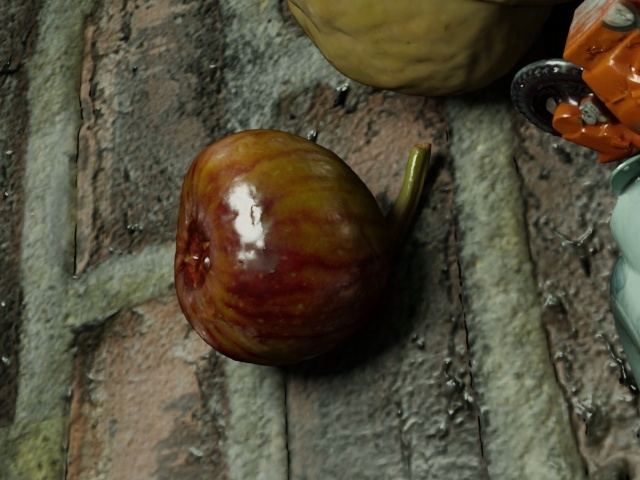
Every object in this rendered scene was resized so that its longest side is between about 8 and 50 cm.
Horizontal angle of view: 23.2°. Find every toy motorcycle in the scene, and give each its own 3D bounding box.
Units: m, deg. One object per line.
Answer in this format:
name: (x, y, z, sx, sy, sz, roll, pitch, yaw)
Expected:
toy motorcycle: (0.278, -0.114, 1.021, 0.326, 0.221, 0.148, -46, 22, 60)

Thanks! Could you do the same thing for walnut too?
walnut: (0.085, -0.258, 1.201, 0.285, 0.285, 0.296, 57, 135, 40)

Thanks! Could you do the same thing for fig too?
fig: (-0.004, 0.007, 1.172, 0.175, 0.207, 0.175, -7, 82, 57)

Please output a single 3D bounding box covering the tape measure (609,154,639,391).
tape measure: (0.267, 0.093, 0.873, 0.147, 0.275, 0.256, -24, 57, 6)
